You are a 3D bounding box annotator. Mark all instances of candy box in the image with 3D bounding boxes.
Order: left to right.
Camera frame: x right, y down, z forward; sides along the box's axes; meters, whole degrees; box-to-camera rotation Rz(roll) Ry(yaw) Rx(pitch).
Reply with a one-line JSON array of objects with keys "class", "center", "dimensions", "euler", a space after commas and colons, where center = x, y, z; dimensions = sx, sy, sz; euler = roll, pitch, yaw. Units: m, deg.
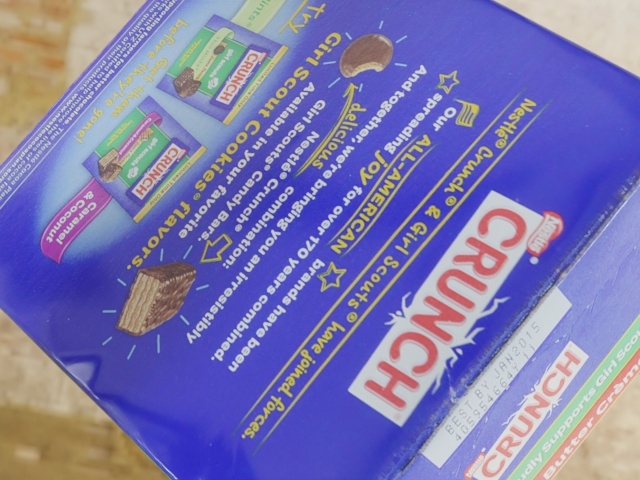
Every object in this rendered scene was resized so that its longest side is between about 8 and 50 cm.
[{"class": "candy box", "center": [0.000, 0.000, 0.798], "dimensions": [0.317, 0.268, 0.122], "euler": [37, 174, 42]}]
